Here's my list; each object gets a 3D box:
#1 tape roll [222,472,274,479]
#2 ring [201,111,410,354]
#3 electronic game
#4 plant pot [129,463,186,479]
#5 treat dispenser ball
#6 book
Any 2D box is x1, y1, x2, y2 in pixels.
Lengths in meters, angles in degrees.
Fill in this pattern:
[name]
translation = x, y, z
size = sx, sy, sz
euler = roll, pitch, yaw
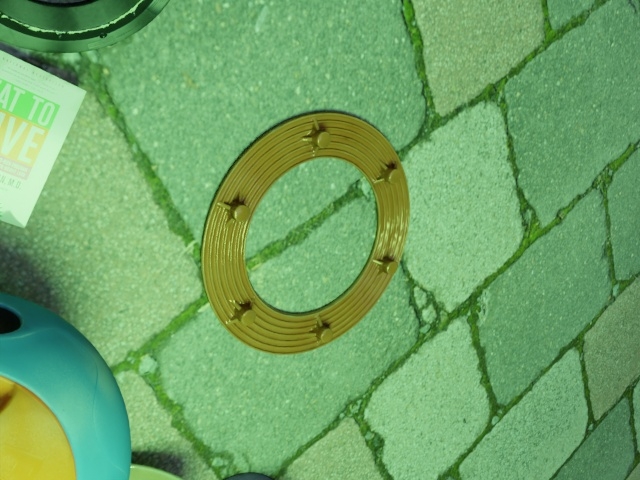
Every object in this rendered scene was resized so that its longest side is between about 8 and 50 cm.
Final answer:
[tape roll]
translation = -0.111, 0.431, 0.908
size = 0.189, 0.080, 0.189
euler = -16, 117, -34
[ring]
translation = 0.000, 0.000, 0.857
size = 0.336, 0.032, 0.337
euler = -15, 117, -32
[electronic game]
translation = -0.217, -0.262, 0.534
size = 0.229, 0.048, 0.229
euler = -18, 138, -17
[plant pot]
translation = -0.244, 0.444, 0.726
size = 0.256, 0.256, 0.274
euler = -5, 126, -37
[treat dispenser ball]
translation = -0.302, 0.182, 0.524
size = 0.288, 0.288, 0.288
euler = -15, 116, -33
[book]
translation = -0.293, -0.095, 0.595
size = 0.096, 0.035, 0.144
euler = 23, 94, -37
